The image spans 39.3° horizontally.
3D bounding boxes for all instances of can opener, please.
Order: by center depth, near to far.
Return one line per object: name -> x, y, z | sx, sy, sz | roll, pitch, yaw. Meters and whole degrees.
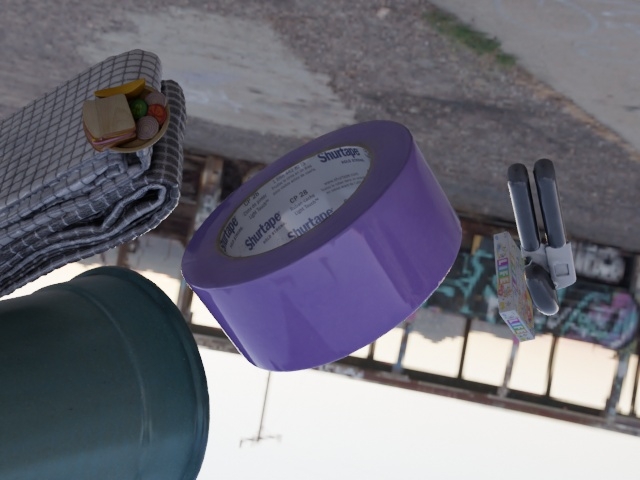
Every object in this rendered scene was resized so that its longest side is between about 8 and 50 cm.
can opener -> 0.333, 0.005, 1.334 | 0.076, 0.095, 0.283 | -9, 139, 16

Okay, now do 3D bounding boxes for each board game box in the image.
board game box -> 0.320, 0.076, 1.482 | 0.026, 0.154, 0.103 | -16, 140, 26

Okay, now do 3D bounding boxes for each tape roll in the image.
tape roll -> 0.000, 0.000, 0.644 | 0.189, 0.189, 0.080 | 9, 137, 56

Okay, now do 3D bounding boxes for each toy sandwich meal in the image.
toy sandwich meal -> -0.186, -0.121, 0.855 | 0.086, 0.085, 0.029 | 10, 157, 7

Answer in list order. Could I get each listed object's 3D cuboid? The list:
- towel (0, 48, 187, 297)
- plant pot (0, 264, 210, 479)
towel -> -0.287, -0.074, 1.034 | 0.284, 0.235, 0.121 | -27, 127, 14
plant pot -> -0.369, 0.209, 1.053 | 0.341, 0.341, 0.334 | 9, -172, 37
